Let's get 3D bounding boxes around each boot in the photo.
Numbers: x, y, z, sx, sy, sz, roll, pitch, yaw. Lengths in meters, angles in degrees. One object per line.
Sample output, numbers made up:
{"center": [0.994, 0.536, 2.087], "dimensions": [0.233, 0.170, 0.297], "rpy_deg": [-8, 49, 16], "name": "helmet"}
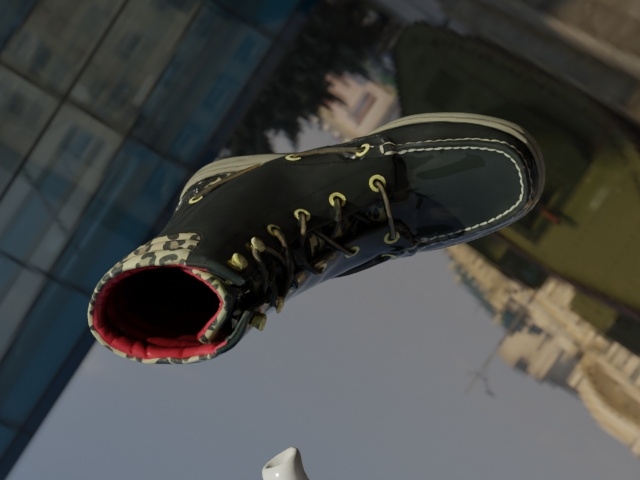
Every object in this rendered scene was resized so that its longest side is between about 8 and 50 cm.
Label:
{"center": [0.000, 0.002, 0.772], "dimensions": [0.236, 0.085, 0.178], "rpy_deg": [-7, -160, 22], "name": "boot"}

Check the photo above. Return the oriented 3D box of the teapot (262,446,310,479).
{"center": [0.014, 0.311, 0.887], "dimensions": [0.187, 0.253, 0.256], "rpy_deg": [31, -179, -36], "name": "teapot"}
